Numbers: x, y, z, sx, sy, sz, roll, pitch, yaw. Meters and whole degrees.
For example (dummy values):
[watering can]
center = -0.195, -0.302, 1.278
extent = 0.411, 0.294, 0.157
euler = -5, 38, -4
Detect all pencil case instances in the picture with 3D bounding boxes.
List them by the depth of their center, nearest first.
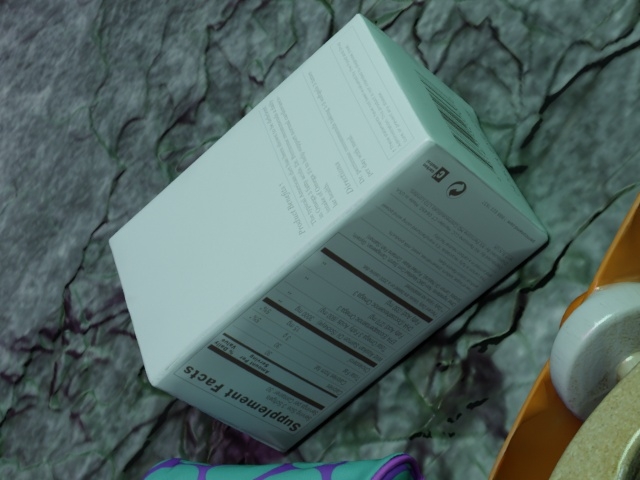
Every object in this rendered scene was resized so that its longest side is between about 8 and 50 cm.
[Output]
[pencil case]
center = -0.020, 0.133, 0.691
extent = 0.152, 0.070, 0.064
euler = -7, 96, 38

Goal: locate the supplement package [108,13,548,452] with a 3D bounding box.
[supplement package]
center = 0.000, 0.000, 0.726
extent = 0.179, 0.105, 0.105
euler = -40, 45, 17

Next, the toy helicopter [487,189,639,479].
[toy helicopter]
center = 0.188, 0.025, 0.545
extent = 0.235, 0.140, 0.355
euler = 9, 61, 56
